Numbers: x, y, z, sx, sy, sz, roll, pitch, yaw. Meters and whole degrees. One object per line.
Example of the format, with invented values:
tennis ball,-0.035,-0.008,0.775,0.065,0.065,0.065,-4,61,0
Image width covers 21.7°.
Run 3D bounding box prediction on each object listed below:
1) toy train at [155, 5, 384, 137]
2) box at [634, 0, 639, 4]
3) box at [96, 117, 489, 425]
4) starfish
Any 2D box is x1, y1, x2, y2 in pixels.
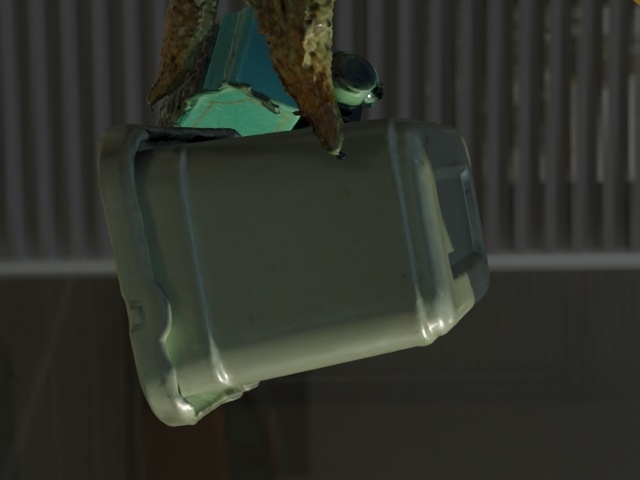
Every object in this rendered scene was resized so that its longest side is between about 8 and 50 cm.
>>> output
toy train,-0.047,-0.093,1.372,0.203,0.163,0.112,-50,-158,49
box,0.324,-0.135,1.078,0.043,0.269,0.152,-46,160,-16
box,0.000,0.000,1.047,0.312,0.182,0.175,-16,95,-78
starfish,-0.048,-0.229,0.920,0.358,0.078,0.347,34,-68,45
